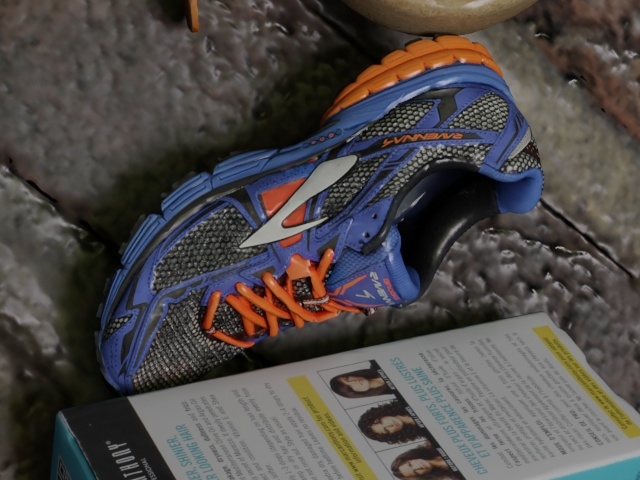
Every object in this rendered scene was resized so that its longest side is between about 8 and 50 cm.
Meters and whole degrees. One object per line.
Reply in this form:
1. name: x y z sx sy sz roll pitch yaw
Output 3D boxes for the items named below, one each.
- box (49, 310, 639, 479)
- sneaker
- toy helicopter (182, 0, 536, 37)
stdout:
1. box: 0.017 0.101 0.709 0.244 0.100 0.060 -9 130 -28
2. sneaker: 0.000 0.000 0.714 0.221 0.087 0.083 -37 143 -2
3. toy helicopter: -0.010 -0.250 0.749 0.235 0.140 0.355 -29 86 -9
